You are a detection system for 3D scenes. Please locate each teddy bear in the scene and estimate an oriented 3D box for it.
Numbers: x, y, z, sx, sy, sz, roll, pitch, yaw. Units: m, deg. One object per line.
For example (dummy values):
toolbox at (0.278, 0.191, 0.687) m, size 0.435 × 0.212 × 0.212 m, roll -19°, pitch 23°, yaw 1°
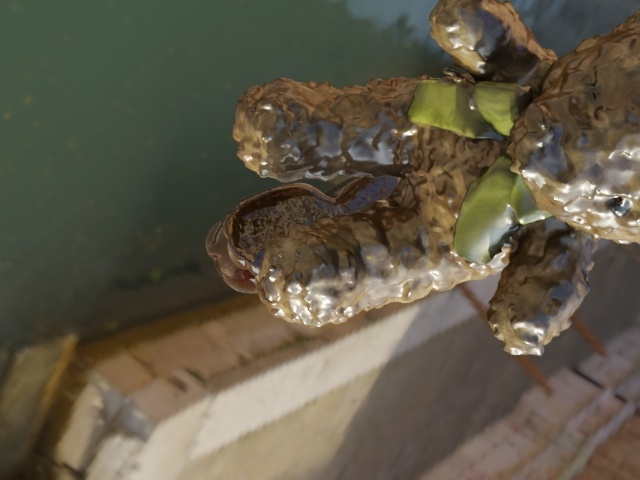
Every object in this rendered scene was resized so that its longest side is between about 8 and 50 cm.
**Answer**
teddy bear at (0.105, -0.043, 1.006) m, size 0.222 × 0.296 × 0.246 m, roll 153°, pitch -72°, yaw -79°

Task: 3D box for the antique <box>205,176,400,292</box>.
antique at (0.000, 0.000, 1.745) m, size 0.256 × 0.121 × 0.143 m, roll -11°, pitch 169°, yaw -20°
